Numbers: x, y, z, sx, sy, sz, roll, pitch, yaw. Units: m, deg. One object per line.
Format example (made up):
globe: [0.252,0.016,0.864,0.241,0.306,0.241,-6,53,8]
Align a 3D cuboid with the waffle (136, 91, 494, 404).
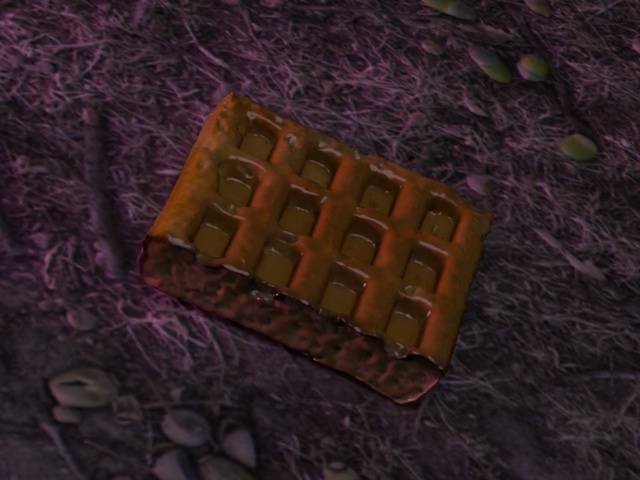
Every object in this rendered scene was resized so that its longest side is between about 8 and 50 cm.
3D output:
waffle: [0.000,0.000,1.405,0.248,0.055,0.221,24,37,-1]
